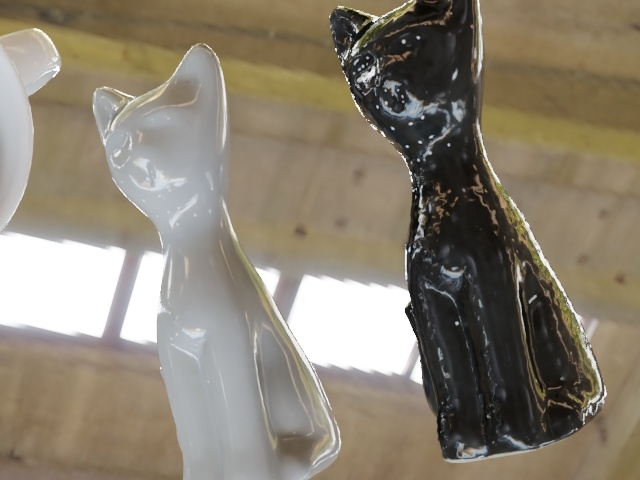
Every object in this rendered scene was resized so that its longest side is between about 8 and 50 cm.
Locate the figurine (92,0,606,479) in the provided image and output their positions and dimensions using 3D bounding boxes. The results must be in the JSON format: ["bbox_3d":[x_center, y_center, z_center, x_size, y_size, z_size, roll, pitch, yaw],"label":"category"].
[{"bbox_3d":[0.000,0.000,0.792,0.215,0.209,0.092,-14,-178,25],"label":"figurine"}]

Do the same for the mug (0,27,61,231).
[{"bbox_3d":[-0.403,-0.085,1.641,0.374,0.328,0.276,-37,-87,-26],"label":"mug"}]
